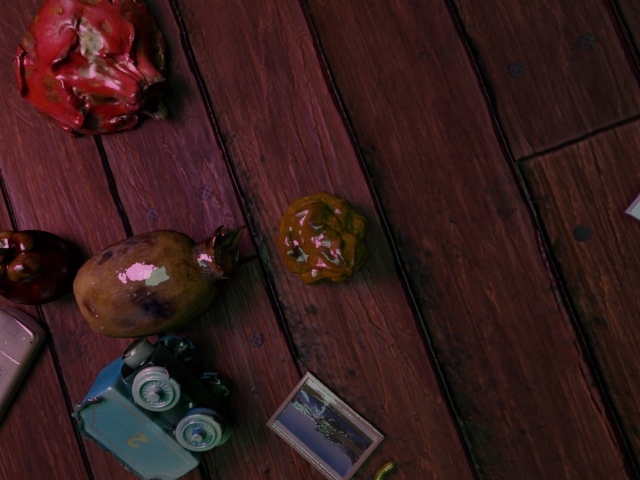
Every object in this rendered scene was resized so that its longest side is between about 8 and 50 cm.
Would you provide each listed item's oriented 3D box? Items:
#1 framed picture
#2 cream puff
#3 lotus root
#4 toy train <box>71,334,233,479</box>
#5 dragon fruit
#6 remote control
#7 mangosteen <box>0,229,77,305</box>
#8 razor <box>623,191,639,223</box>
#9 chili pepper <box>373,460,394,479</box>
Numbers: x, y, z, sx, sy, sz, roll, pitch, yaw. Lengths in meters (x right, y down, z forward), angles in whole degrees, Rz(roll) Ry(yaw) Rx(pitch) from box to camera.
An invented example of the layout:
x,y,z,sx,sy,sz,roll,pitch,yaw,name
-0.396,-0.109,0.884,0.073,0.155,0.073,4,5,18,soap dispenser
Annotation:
x,y,z,sx,sy,sz,roll,pitch,yaw,name
0.006,0.285,0.687,0.149,0.011,0.109,38,95,8,framed picture
0.000,0.000,0.642,0.146,0.116,0.146,0,92,9,cream puff
-0.224,0.057,0.663,0.278,0.154,0.154,-19,86,9,lotus root
-0.229,0.242,0.656,0.163,0.112,0.203,-35,107,8,toy train
-0.327,-0.265,0.696,0.212,0.134,0.262,30,94,6,dragon fruit
-0.556,0.228,0.775,0.098,0.038,0.233,32,95,10,remote control
-0.458,0.037,0.711,0.140,0.140,0.140,0,89,10,mangosteen
0.493,-0.140,0.578,0.111,0.056,0.278,38,97,19,razor
0.092,0.362,0.667,0.030,0.017,0.083,3,92,10,chili pepper
